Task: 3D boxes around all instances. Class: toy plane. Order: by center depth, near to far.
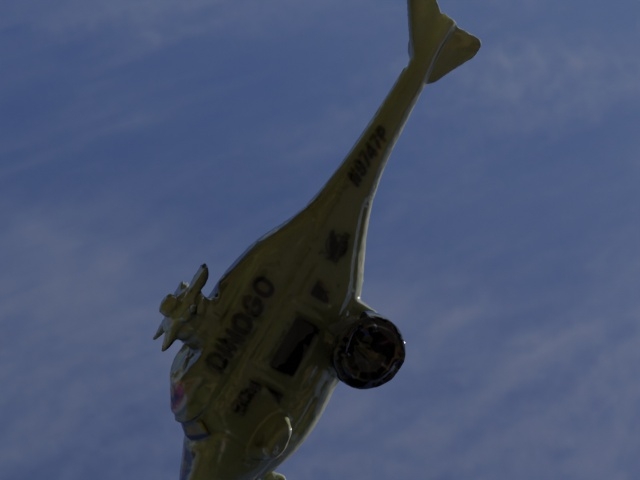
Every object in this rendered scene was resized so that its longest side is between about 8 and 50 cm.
[{"bbox_3d":[0.000,0.000,0.792,0.286,0.108,0.092,-58,-158,3],"label":"toy plane"}]
